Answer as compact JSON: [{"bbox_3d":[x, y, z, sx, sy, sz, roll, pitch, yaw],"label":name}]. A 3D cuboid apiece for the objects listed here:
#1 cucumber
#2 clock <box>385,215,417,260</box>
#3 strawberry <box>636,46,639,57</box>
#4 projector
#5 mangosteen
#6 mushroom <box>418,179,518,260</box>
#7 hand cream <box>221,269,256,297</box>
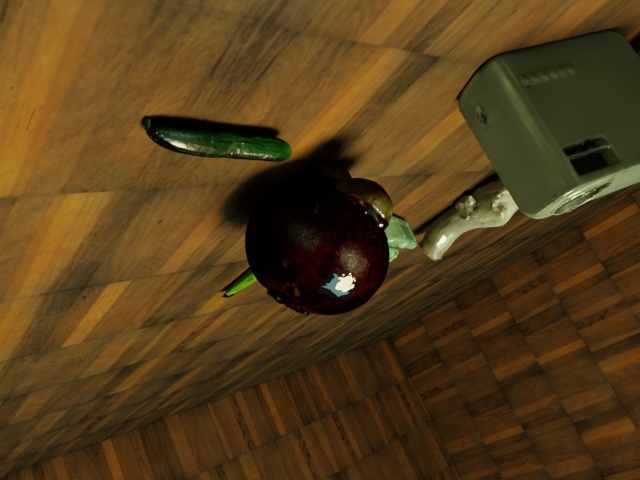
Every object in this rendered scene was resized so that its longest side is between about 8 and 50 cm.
[{"bbox_3d":[-0.098,-0.099,0.601,0.036,0.033,0.184,-16,172,42],"label":"cucumber"},{"bbox_3d":[0.084,0.027,1.196,0.211,0.066,0.159,-31,162,21],"label":"clock"},{"bbox_3d":[0.566,-0.255,0.937,0.265,0.149,0.336,-31,174,-5],"label":"strawberry"},{"bbox_3d":[0.336,-0.153,0.781,0.251,0.198,0.108,-19,162,-24],"label":"projector"},{"bbox_3d":[0.000,0.000,0.789,0.210,0.209,0.210,-24,163,-7],"label":"mangosteen"},{"bbox_3d":[0.321,-0.046,1.276,0.099,0.096,0.278,-5,158,-47],"label":"mushroom"},{"bbox_3d":[-0.139,0.076,1.088,0.122,0.023,0.036,-37,172,38],"label":"hand cream"}]
